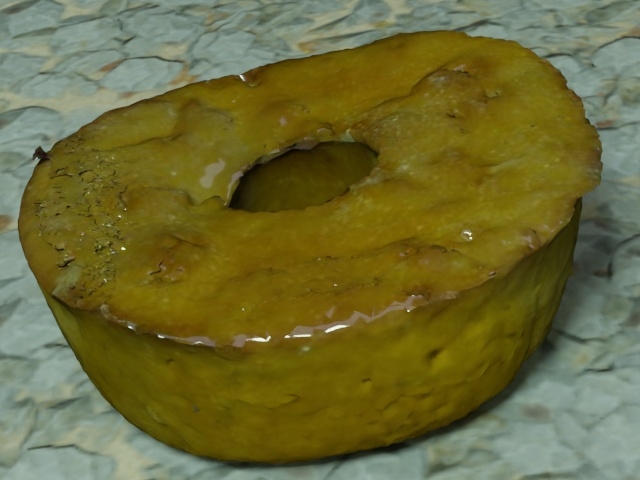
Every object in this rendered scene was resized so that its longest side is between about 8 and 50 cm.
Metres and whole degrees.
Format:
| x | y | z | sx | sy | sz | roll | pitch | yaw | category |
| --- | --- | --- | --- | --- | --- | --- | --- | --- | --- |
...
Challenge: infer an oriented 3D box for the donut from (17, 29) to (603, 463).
| x | y | z | sx | sy | sz | roll | pitch | yaw | category |
| --- | --- | --- | --- | --- | --- | --- | --- | --- | --- |
| -0.003 | 0.000 | 0.787 | 0.277 | 0.108 | 0.277 | -6 | 35 | 4 | donut |
